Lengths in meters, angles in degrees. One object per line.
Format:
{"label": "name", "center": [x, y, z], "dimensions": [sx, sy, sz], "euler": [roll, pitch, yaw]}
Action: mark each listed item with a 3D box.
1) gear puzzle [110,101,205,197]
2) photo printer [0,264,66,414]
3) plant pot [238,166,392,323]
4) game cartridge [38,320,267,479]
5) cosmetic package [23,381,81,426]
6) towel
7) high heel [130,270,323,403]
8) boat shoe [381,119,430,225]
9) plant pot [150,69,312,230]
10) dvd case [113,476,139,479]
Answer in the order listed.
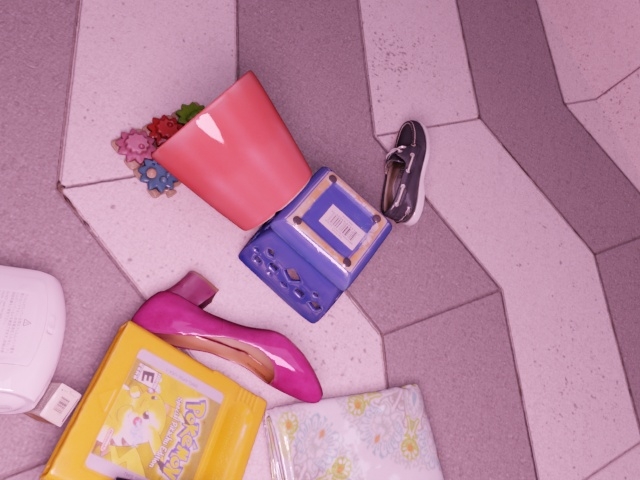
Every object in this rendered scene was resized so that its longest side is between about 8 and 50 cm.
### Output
{"label": "gear puzzle", "center": [-0.283, -0.234, 1.327], "dimensions": [0.339, 0.044, 0.175], "euler": [-37, 86, -33]}
{"label": "photo printer", "center": [-0.585, 0.151, 0.953], "dimensions": [0.308, 0.107, 0.256], "euler": [10, 48, -21]}
{"label": "plant pot", "center": [0.000, 0.000, 1.257], "dimensions": [0.236, 0.212, 0.236], "euler": [42, 56, -3]}
{"label": "game cartridge", "center": [-0.263, 0.337, 1.016], "dimensions": [0.324, 0.053, 0.285], "euler": [36, 49, -23]}
{"label": "cosmetic package", "center": [-0.454, 0.271, 0.979], "dimensions": [0.041, 0.115, 0.060], "euler": [46, 56, -27]}
{"label": "towel", "center": [0.079, 0.467, 1.160], "dimensions": [0.375, 0.090, 0.320], "euler": [-1, 69, -26]}
{"label": "high heel", "center": [-0.179, 0.227, 1.122], "dimensions": [0.377, 0.127, 0.181], "euler": [35, 47, 10]}
{"label": "boat shoe", "center": [0.212, -0.188, 1.498], "dimensions": [0.091, 0.114, 0.302], "euler": [17, 61, -24]}
{"label": "plant pot", "center": [-0.165, -0.171, 1.206], "dimensions": [0.243, 0.275, 0.275], "euler": [49, 56, -16]}
{"label": "dvd case", "center": [-0.269, 0.482, 0.927], "dimensions": [0.179, 0.238, 0.029], "euler": [18, 21, -17]}
